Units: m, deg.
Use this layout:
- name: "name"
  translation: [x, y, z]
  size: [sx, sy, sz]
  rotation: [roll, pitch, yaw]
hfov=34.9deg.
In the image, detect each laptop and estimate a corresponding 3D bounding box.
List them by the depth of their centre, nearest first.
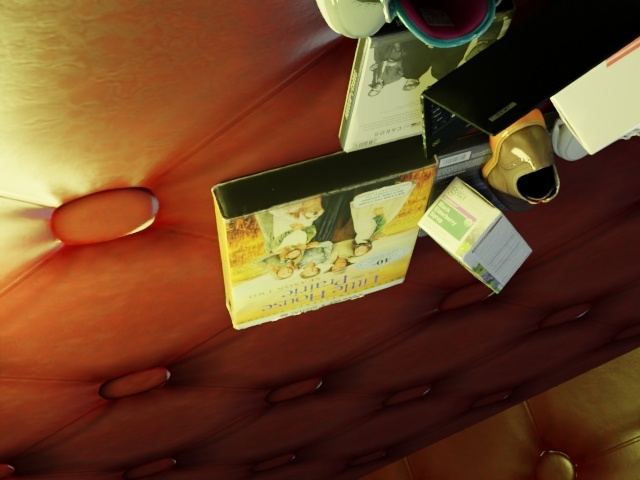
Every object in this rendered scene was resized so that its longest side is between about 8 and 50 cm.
- name: "laptop"
  translation: [0.245, -0.172, 1.168]
  size: [0.234, 0.137, 0.264]
  rotation: [-34, 159, -6]

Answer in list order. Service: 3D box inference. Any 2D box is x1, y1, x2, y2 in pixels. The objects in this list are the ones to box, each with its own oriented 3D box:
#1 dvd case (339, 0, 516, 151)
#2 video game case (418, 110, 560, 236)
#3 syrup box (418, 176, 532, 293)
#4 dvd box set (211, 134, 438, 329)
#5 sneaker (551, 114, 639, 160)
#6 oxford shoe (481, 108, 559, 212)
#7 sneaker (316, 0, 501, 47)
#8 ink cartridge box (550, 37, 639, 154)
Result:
- name: "dvd case"
  translation: [0.121, -0.196, 1.225]
  size: [0.179, 0.030, 0.239]
  rotation: [-14, 157, -13]
- name: "video game case"
  translation: [0.251, -0.096, 1.563]
  size: [0.196, 0.026, 0.274]
  rotation: [-16, 158, -7]
- name: "syrup box"
  translation: [0.243, -0.004, 1.571]
  size: [0.096, 0.093, 0.237]
  rotation: [-51, 153, 4]
- name: "dvd box set"
  translation: [0.000, 0.000, 1.532]
  size: [0.307, 0.062, 0.420]
  rotation: [-15, 157, -10]
- name: "sneaker"
  translation: [0.436, -0.187, 1.370]
  size: [0.110, 0.118, 0.292]
  rotation: [3, 147, -46]
- name: "oxford shoe"
  translation: [0.291, -0.085, 1.459]
  size: [0.096, 0.098, 0.271]
  rotation: [-22, 157, 5]
- name: "sneaker"
  translation: [0.080, -0.234, 0.911]
  size: [0.123, 0.179, 0.295]
  rotation: [-13, 157, -15]
- name: "ink cartridge box"
  translation: [0.377, -0.203, 1.210]
  size: [0.158, 0.092, 0.218]
  rotation: [-33, -173, 30]
